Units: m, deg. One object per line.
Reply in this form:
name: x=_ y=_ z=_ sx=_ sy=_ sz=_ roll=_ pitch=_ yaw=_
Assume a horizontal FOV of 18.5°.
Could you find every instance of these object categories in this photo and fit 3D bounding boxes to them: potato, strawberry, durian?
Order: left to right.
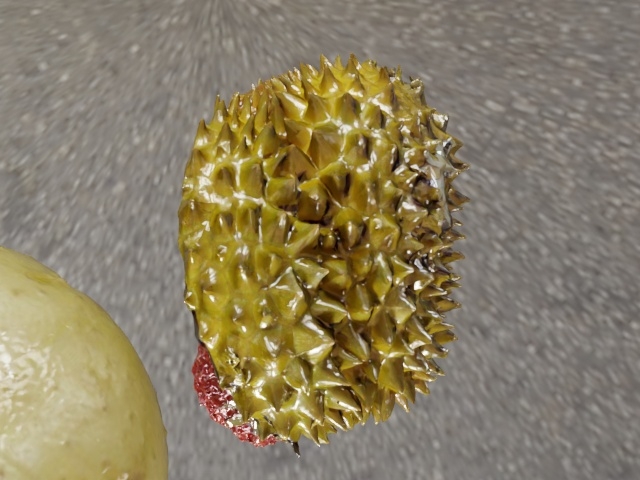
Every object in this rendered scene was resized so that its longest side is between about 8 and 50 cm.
potato: x=-0.198 y=0.115 z=1.075 sx=0.285 sy=0.242 sz=0.242 roll=28 pitch=97 yaw=31
strawberry: x=-0.047 y=0.120 z=1.775 sx=0.145 sy=0.086 sz=0.145 roll=0 pitch=122 yaw=-1
durian: x=0.012 y=0.000 z=1.157 sx=0.138 sy=0.183 sz=0.250 roll=-6 pitch=73 yaw=23
